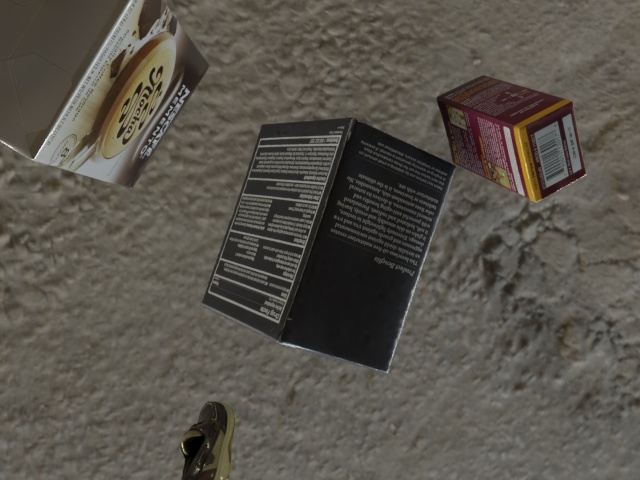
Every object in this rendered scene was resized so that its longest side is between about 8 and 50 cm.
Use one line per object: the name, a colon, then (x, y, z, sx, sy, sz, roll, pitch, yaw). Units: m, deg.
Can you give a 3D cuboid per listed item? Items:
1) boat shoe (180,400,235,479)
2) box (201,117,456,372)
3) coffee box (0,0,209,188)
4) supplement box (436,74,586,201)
boat shoe: (-0.125, 0.218, 0.910, 0.049, 0.152, 0.056, 29, 105, -18)
box: (0.000, 0.000, 1.185, 0.183, 0.296, 0.294, 21, 86, -27)
coffee box: (-0.214, -0.155, 0.775, 0.119, 0.297, 0.168, 31, 91, 2)
supplement box: (0.236, -0.133, 1.064, 0.081, 0.188, 0.104, -27, 119, -13)
